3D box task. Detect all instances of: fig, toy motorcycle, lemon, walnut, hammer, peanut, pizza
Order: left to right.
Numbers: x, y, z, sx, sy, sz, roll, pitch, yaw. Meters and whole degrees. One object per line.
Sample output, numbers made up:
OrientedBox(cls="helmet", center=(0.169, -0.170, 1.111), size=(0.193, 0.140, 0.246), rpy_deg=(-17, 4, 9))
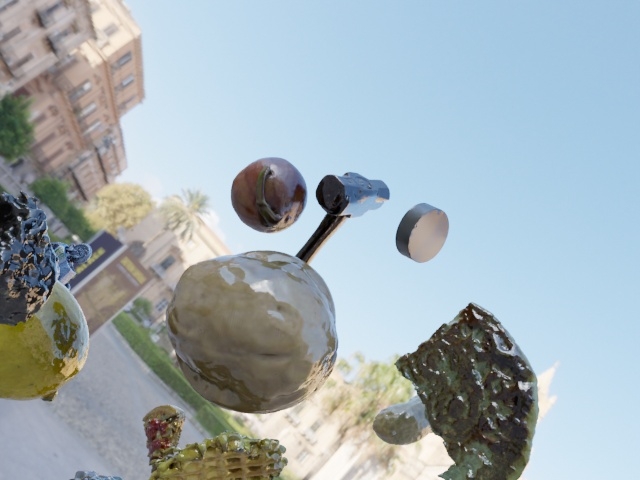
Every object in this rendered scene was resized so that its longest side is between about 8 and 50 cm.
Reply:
OrientedBox(cls="lemon", center=(-0.639, 0.204, 1.263), size=(0.284, 0.260, 0.260), rpy_deg=(49, -18, -18))
OrientedBox(cls="toy motorcycle", center=(-0.817, 0.090, 1.766), size=(0.135, 0.254, 0.092), rpy_deg=(35, -18, 19))
OrientedBox(cls="pizza", center=(-0.432, 0.542, 1.560), size=(0.062, 0.199, 0.188), rpy_deg=(16, -31, -40))
OrientedBox(cls="walnut", center=(-0.137, 0.187, 1.246), size=(0.381, 0.381, 0.381), rpy_deg=(41, -19, 17))
OrientedBox(cls="fig", center=(-0.126, -0.105, 1.426), size=(0.205, 0.205, 0.205), rpy_deg=(41, -19, 17))
OrientedBox(cls="hammer", center=(0.000, 0.000, 1.530), size=(0.095, 0.409, 0.242), rpy_deg=(45, 22, 20))
OrientedBox(cls="peanut", center=(0.275, 0.509, 1.679), size=(0.136, 0.298, 0.121), rpy_deg=(-8, -92, 54))

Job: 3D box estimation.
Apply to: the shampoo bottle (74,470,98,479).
OrientedBox(cls="shampoo bottle", center=(-0.721, 0.799, 1.732), size=(0.071, 0.214, 0.072), rpy_deg=(0, -38, 0))

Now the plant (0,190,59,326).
OrientedBox(cls="plant", center=(-0.540, 0.016, 0.943), size=(0.203, 0.178, 0.234), rpy_deg=(-3, -48, 6))

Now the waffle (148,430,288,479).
OrientedBox(cls="waffle", center=(-0.209, 0.481, 1.205), size=(0.262, 0.280, 0.060), rpy_deg=(33, 25, -35))

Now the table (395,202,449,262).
OrientedBox(cls="table", center=(0.234, -0.017, 1.336), size=(0.043, 0.133, 0.134), rpy_deg=(31, -23, 46))

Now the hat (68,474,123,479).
OrientedBox(cls="hat", center=(-0.507, 0.720, 1.333), size=(0.274, 0.242, 0.332), rpy_deg=(22, 9, -44))

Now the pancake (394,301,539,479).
OrientedBox(cls="pancake", center=(0.368, 0.375, 1.390), size=(0.067, 0.304, 0.427), rpy_deg=(47, 19, -59))
